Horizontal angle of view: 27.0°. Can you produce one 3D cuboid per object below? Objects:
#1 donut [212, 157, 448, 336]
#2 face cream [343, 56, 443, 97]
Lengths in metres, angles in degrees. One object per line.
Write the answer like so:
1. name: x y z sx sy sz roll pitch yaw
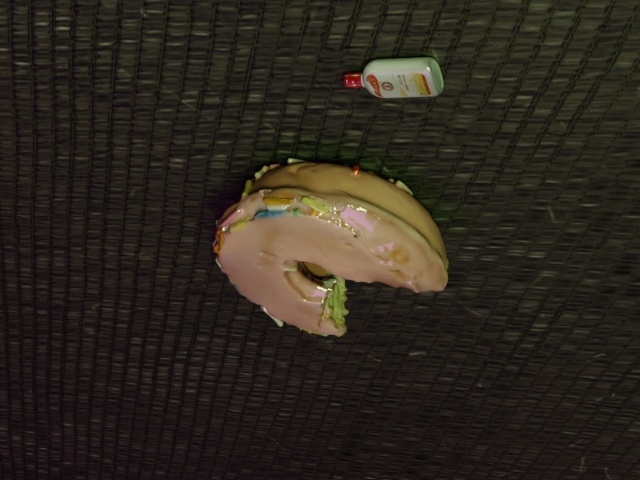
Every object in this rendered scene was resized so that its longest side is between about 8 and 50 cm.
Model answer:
1. donut: 0.000 0.000 1.281 0.199 0.085 0.233 35 143 -25
2. face cream: 0.060 -0.136 1.118 0.083 0.021 0.040 0 141 25
